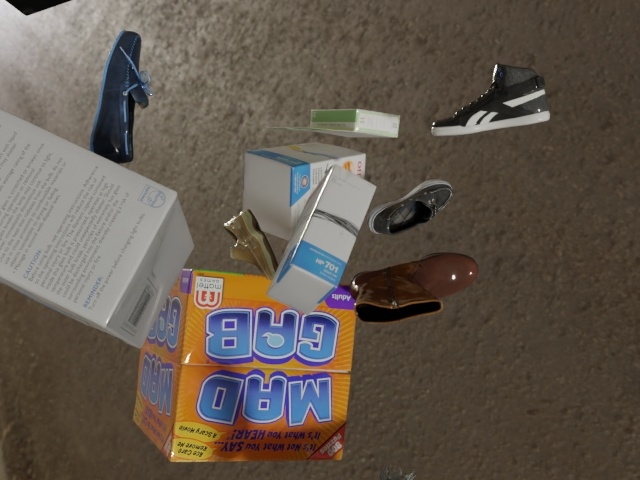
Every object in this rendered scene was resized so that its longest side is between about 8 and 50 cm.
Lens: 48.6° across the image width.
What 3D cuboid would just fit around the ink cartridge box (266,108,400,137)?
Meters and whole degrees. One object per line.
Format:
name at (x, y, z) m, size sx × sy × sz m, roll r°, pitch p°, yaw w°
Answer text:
ink cartridge box at (0.026, -0.254, 1.511) m, size 0.171 × 0.235 × 0.056 m, roll 13°, pitch 99°, yaw 55°

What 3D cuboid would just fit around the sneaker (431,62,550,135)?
sneaker at (0.311, -0.266, 1.327) m, size 0.217 × 0.079 × 0.121 m, roll -7°, pitch 97°, yaw 18°

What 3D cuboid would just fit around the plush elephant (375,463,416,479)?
plush elephant at (0.053, 0.573, 1.234) m, size 0.272 × 0.330 × 0.255 m, roll 24°, pitch 117°, yaw 22°

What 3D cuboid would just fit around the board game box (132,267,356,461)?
board game box at (-0.172, 0.249, 1.520) m, size 0.356 × 0.357 × 0.356 m, roll -2°, pitch 82°, yaw 64°

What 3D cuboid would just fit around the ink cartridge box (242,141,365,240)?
ink cartridge box at (-0.035, -0.119, 1.611) m, size 0.168 × 0.233 × 0.171 m, roll 20°, pitch 116°, yaw 41°

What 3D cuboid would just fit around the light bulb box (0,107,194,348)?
light bulb box at (-0.424, -0.013, 1.151) m, size 0.358 × 0.361 × 0.225 m, roll 112°, pitch -176°, yaw -75°

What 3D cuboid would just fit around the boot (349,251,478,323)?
boot at (0.184, 0.082, 1.290) m, size 0.280 × 0.264 × 0.096 m, roll -106°, pitch 15°, yaw -86°

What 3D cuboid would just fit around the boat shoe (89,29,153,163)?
boat shoe at (-0.369, -0.271, 1.366) m, size 0.109 × 0.089 × 0.258 m, roll -29°, pitch -50°, yaw -87°

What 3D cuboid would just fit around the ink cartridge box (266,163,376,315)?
ink cartridge box at (0.000, 0.000, 1.092) m, size 0.190 × 0.082 × 0.139 m, roll -66°, pitch 8°, yaw -29°

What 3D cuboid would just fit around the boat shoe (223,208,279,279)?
boat shoe at (-0.129, 0.017, 1.283) m, size 0.072 × 0.068 × 0.190 m, roll -24°, pitch 37°, yaw -9°

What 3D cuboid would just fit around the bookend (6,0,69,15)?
bookend at (-0.246, -0.278, 0.529) m, size 0.072 × 0.156 × 0.157 m, roll -18°, pitch 87°, yaw 3°

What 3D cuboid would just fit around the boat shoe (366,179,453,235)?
boat shoe at (0.206, -0.066, 1.495) m, size 0.076 × 0.229 × 0.080 m, roll 27°, pitch 129°, yaw 50°
